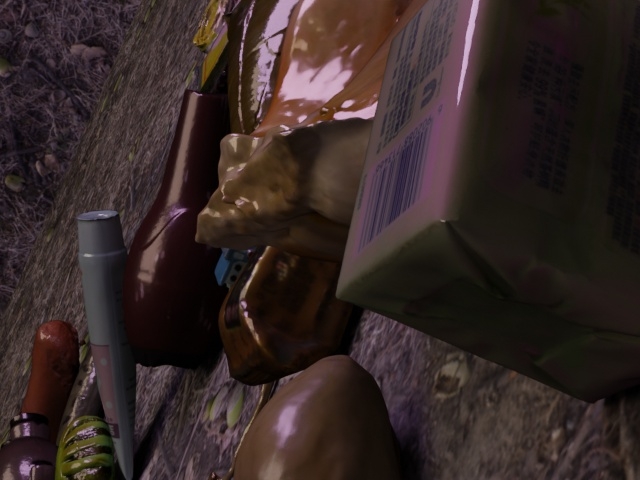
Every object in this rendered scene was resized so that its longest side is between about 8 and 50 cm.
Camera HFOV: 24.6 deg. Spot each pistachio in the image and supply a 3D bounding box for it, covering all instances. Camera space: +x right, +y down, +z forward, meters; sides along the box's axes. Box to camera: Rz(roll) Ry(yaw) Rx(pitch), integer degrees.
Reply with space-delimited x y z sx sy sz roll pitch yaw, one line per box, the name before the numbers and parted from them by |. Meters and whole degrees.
pistachio | 0.004 0.166 1.044 0.124 0.124 0.184 -46 21 49

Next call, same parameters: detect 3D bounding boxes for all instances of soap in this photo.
soap | 0.127 -0.036 0.810 0.138 0.182 0.199 -43 30 57

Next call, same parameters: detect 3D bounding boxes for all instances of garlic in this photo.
garlic | 0.063 -0.114 1.066 0.313 0.249 0.286 -55 -9 -36

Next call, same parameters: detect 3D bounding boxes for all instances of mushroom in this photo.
mushroom | -0.046 0.121 1.403 0.286 0.028 0.026 -66 -25 1

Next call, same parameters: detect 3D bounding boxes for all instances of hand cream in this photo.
hand cream | -0.238 0.129 1.713 0.085 0.058 0.331 -140 42 -71

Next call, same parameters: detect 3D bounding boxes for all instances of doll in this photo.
doll | -0.374 0.348 1.885 0.257 0.117 0.182 -97 23 -43

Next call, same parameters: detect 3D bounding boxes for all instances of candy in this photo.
candy | 0.000 0.000 1.295 0.271 0.101 0.143 -65 11 -16

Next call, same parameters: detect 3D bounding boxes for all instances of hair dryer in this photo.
hair dryer | -0.162 -0.007 1.746 0.340 0.123 0.312 166 113 -82

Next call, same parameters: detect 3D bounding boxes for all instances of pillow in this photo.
pillow | -0.326 0.220 2.048 0.093 0.051 0.241 -32 39 64

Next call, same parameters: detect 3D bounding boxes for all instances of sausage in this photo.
sausage | -0.402 0.248 2.135 0.087 0.079 0.326 56 139 38

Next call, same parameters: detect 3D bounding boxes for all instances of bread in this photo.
bread | -0.287 0.282 1.789 0.139 0.071 0.130 -106 27 -54

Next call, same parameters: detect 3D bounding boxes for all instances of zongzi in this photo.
zongzi | 0.020 -0.216 1.448 0.300 0.145 0.273 -46 30 35

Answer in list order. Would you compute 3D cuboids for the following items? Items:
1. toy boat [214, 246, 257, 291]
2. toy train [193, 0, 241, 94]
toy boat | -0.061 -0.013 1.544 0.173 0.059 0.069 -62 18 14
toy train | -0.056 -0.258 1.716 0.261 0.134 0.177 -56 20 31
